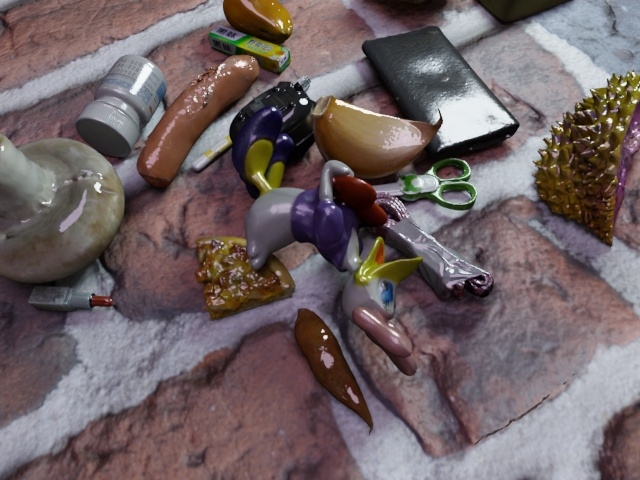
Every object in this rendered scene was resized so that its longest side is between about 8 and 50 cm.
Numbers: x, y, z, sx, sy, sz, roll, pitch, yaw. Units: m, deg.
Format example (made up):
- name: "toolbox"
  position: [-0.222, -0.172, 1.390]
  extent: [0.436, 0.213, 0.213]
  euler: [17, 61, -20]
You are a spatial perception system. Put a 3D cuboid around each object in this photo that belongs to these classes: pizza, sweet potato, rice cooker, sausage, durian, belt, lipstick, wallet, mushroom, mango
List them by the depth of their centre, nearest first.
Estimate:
- name: "sweet potato"
  position: [0.016, 0.172, 0.692]
  extent: [0.056, 0.056, 0.195]
  euler: [-28, 66, -12]
- name: "mushroom"
  position: [-0.427, -0.067, 0.767]
  extent: [0.243, 0.244, 0.244]
  euler: [-2, 59, 3]
- name: "pizza"
  position: [-0.125, 0.057, 0.772]
  extent: [0.174, 0.046, 0.134]
  euler: [16, 62, 13]
- name: "belt"
  position: [0.152, 0.012, 0.775]
  extent: [0.071, 0.053, 0.232]
  euler: [-41, 62, -16]
- name: "lipstick"
  position: [-0.371, 0.090, 0.781]
  extent: [0.129, 0.030, 0.030]
  euler: [3, 60, 6]
- name: "durian"
  position: [0.441, -0.164, 0.804]
  extent: [0.153, 0.187, 0.261]
  euler: [25, 51, 11]
- name: "rice cooker"
  position: [-0.076, -0.195, 0.885]
  extent: [0.165, 0.106, 0.112]
  euler: [-41, 56, -3]
- name: "sausage"
  position: [-0.222, -0.231, 0.931]
  extent: [0.087, 0.079, 0.327]
  euler: [36, 66, -10]
- name: "wallet"
  position: [0.210, -0.283, 0.951]
  extent: [0.170, 0.044, 0.321]
  euler: [-19, 57, -8]
- name: "mango"
  position: [-0.125, -0.457, 1.060]
  extent: [0.159, 0.084, 0.105]
  euler: [40, 52, 2]

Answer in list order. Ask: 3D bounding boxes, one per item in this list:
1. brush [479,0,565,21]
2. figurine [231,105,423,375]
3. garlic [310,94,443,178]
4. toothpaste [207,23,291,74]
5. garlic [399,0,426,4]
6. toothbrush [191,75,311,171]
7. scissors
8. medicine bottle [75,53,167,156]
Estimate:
- name: "brush"
  position: [0.434, -0.535, 1.071]
  extent: [0.197, 0.059, 0.123]
  euler: [-24, 62, -9]
- name: "figurine"
  position: [0.000, -0.006, 0.717]
  extent: [0.420, 0.154, 0.193]
  euler: [40, 82, 27]
- name: "garlic"
  position: [0.087, -0.169, 0.857]
  extent: [0.206, 0.128, 0.115]
  euler: [7, 16, 2]
- name: "toothpaste"
  position: [-0.144, -0.388, 1.043]
  extent: [0.178, 0.037, 0.043]
  euler: [27, 66, 18]
- name: "garlic"
  position: [0.213, -0.580, 1.064]
  extent: [0.244, 0.161, 0.245]
  euler: [-13, 26, 6]
- name: "toothbrush"
  position: [-0.123, -0.219, 0.948]
  extent: [0.021, 0.024, 0.288]
  euler: [39, 70, 23]
- name: "scissors"
  position: [0.150, -0.088, 0.848]
  extent: [0.204, 0.027, 0.101]
  euler: [-4, 55, 1]
- name: "medicine bottle"
  position: [-0.357, -0.246, 0.937]
  extent: [0.104, 0.105, 0.168]
  euler: [12, 61, 11]
